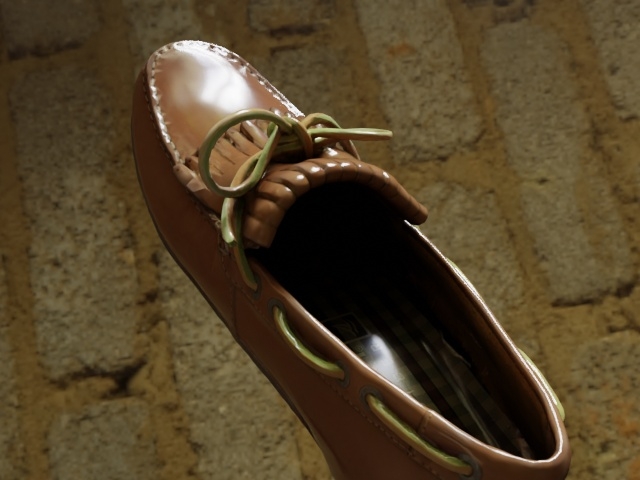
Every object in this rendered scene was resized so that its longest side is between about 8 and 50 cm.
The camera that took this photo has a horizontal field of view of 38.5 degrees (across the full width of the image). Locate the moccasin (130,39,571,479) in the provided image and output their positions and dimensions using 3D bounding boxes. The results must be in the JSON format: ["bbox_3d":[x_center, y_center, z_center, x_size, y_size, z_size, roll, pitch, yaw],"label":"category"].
[{"bbox_3d":[-0.003,0.001,0.509,0.380,0.139,0.147,60,-32,37],"label":"moccasin"}]
